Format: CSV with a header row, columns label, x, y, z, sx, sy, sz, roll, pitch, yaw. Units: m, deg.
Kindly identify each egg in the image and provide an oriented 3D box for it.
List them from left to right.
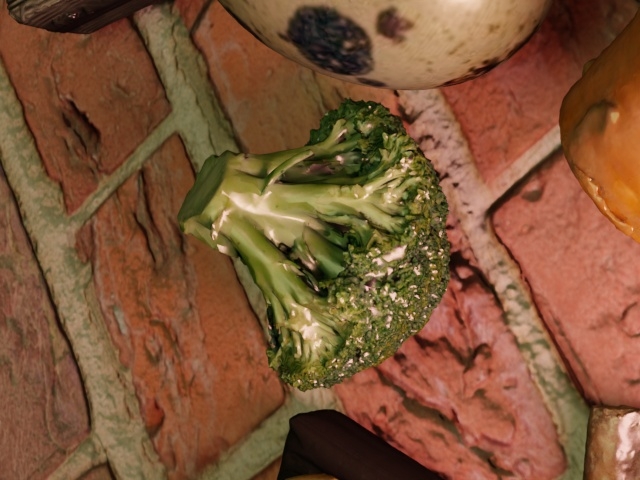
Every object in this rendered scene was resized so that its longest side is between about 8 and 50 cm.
label,x,y,z,sx,sy,sz,roll,pitch,yaw
egg,0.038,-0.278,1.465,0.379,0.287,0.288,50,121,36

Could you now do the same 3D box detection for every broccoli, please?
label,x,y,z,sx,sy,sz,roll,pitch,yaw
broccoli,0.000,0.000,1.544,0.261,0.241,0.269,-27,38,61

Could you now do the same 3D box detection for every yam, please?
label,x,y,z,sx,sy,sz,roll,pitch,yaw
yam,0.233,0.268,1.402,0.061,0.061,0.274,10,96,45

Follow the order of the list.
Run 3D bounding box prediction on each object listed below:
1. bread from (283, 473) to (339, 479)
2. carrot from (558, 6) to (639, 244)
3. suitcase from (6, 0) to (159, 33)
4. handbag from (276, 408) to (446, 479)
label,x,y,z,sx,sy,sz,roll,pitch,yaw
bread,-0.019,0.277,1.539,0.117,0.064,0.156,52,130,27
carrot,0.341,-0.151,1.213,0.341,0.224,0.224,-51,55,38
suitcase,-0.215,-0.348,1.831,0.312,0.128,0.202,-17,76,43
handbag,0.047,0.297,1.578,0.247,0.080,0.223,28,115,41
